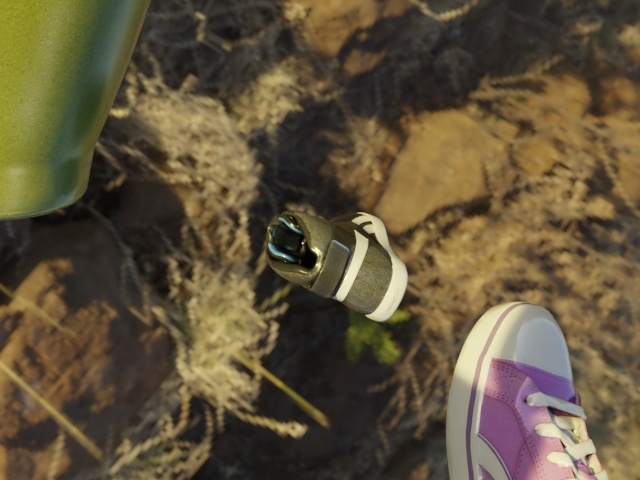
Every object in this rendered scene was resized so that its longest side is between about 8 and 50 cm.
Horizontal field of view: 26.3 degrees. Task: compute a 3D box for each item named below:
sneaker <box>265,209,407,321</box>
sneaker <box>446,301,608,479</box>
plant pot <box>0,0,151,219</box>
[{"bbox_3d":[0.000,0.000,1.296,0.121,0.217,0.079,25,97,-18],"label":"sneaker"},{"bbox_3d":[0.164,0.169,0.840,0.102,0.161,0.282,17,69,-40],"label":"sneaker"},{"bbox_3d":[-0.282,-0.212,1.053,0.366,0.367,0.352,-12,117,-50],"label":"plant pot"}]
